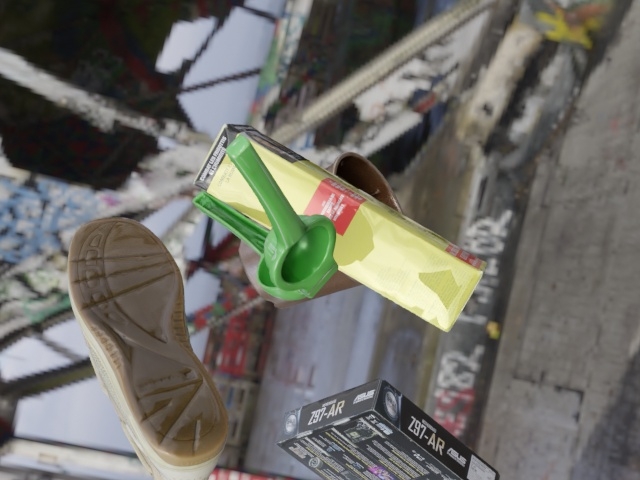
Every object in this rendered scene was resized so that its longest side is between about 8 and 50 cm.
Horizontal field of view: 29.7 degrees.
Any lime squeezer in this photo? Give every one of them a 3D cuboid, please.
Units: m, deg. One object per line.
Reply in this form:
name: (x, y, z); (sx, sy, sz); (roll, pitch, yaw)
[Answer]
lime squeezer: (-0.029, -0.010, 0.819); (0.110, 0.059, 0.310); (60, 171, -1)

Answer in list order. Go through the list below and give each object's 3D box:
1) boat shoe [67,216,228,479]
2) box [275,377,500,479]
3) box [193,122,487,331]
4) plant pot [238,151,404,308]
boat shoe: (-0.170, 0.106, 1.143); (0.302, 0.109, 0.098); (60, 152, 35)
box: (0.031, 0.101, 0.559); (0.067, 0.083, 0.018); (-28, 32, 42)
box: (0.018, -0.013, 0.964); (0.058, 0.232, 0.087); (-60, -7, 9)
plant pot: (0.000, 0.000, 1.487); (0.165, 0.167, 0.167); (-25, 37, 28)
